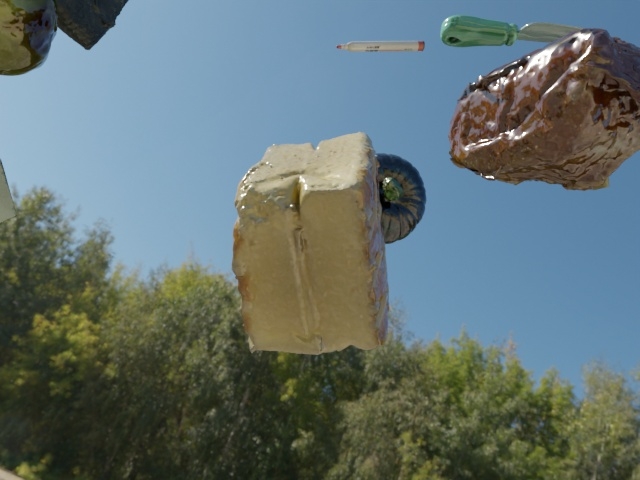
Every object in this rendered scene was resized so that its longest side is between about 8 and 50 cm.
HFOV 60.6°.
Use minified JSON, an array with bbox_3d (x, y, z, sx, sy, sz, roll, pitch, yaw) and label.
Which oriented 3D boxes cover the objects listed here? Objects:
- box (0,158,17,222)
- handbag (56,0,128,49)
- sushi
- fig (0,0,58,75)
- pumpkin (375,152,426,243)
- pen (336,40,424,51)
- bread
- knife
[{"bbox_3d":[-0.408,-0.039,0.464,0.129,0.225,0.086,42,-38,19],"label":"box"},{"bbox_3d":[-0.516,-0.561,1.217,0.175,0.270,0.089,29,-21,-15],"label":"handbag"},{"bbox_3d":[0.260,-0.135,0.593,0.179,0.166,0.296,10,-15,-27],"label":"sushi"},{"bbox_3d":[-0.620,-0.425,0.985,0.271,0.239,0.239,11,-17,-36],"label":"fig"},{"bbox_3d":[0.166,-0.115,1.440,0.248,0.248,0.248,18,-28,10],"label":"pumpkin"},{"bbox_3d":[0.144,-0.464,1.308,0.218,0.026,0.026,-5,-25,-12],"label":"pen"},{"bbox_3d":[0.000,0.000,1.153,0.280,0.390,0.371,-2,-64,11],"label":"bread"},{"bbox_3d":[0.308,-0.305,0.801,0.261,0.034,0.063,7,-9,13],"label":"knife"}]
